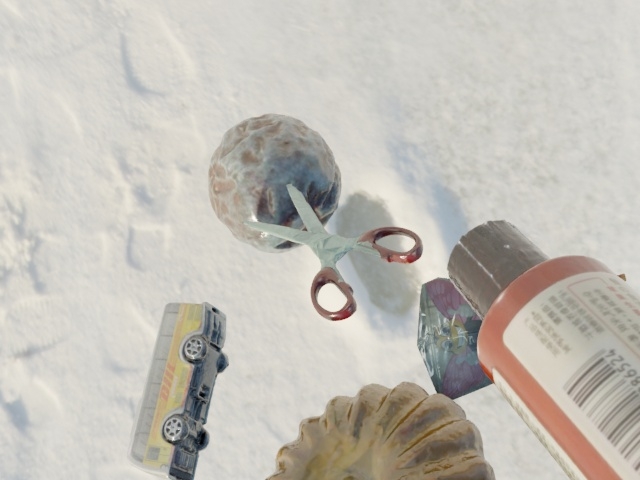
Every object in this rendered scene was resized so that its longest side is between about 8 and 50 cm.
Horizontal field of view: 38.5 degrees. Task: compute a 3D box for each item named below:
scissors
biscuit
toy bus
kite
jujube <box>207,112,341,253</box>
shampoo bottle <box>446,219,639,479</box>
[{"bbox_3d":[0.000,0.000,1.089,0.144,0.247,0.017,-39,131,-15],"label":"scissors"},{"bbox_3d":[0.047,0.308,1.058,0.326,0.326,0.107,-50,129,0],"label":"biscuit"},{"bbox_3d":[-0.213,0.226,1.383,0.092,0.106,0.268,46,50,-59],"label":"toy bus"},{"bbox_3d":[0.337,0.146,1.518,0.360,0.022,0.204,-7,84,0],"label":"kite"},{"bbox_3d":[-0.090,-0.107,1.657,0.215,0.308,0.246,34,84,-23],"label":"jujube"},{"bbox_3d":[0.165,0.080,0.542,0.104,0.278,0.104,-13,127,-18],"label":"shampoo bottle"}]
